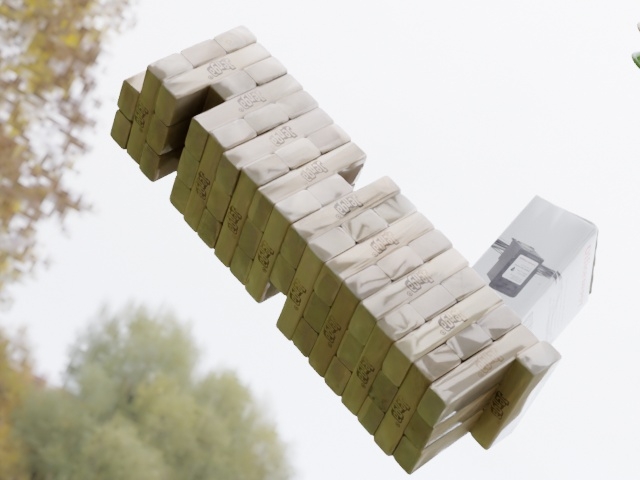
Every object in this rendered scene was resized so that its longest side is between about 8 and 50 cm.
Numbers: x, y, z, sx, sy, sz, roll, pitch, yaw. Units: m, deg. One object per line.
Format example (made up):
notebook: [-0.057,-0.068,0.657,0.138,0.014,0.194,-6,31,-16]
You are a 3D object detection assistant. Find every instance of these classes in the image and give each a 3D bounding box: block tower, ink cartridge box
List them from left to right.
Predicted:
block tower: [0.000,0.000,0.999,0.335,0.097,0.091,46,-37,19]
ink cartridge box: [0.158,0.053,1.249,0.063,0.150,0.109,31,-29,25]

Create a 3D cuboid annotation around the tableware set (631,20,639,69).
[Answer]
tableware set: [0.299,-0.147,1.254,0.104,0.154,0.024,34,-58,-2]
